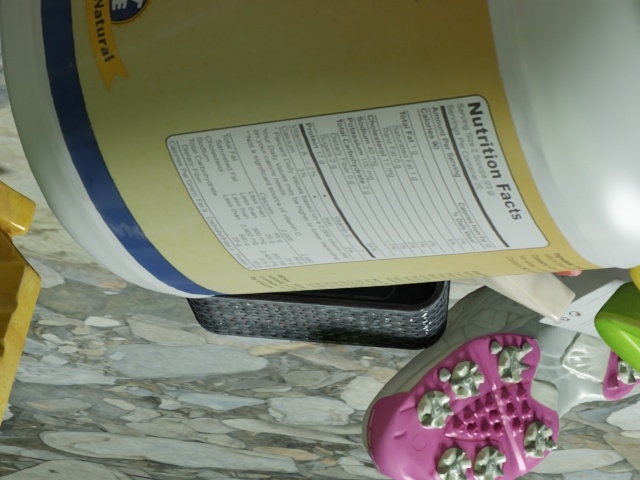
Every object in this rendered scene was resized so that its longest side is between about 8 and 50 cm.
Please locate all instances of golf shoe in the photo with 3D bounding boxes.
[{"bbox_3d":[0.126,0.097,1.189,0.306,0.115,0.140,-22,-162,-40],"label":"golf shoe"}]

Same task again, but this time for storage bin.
[{"bbox_3d":[0.000,0.000,1.099,0.180,0.122,0.084,4,159,6],"label":"storage bin"}]

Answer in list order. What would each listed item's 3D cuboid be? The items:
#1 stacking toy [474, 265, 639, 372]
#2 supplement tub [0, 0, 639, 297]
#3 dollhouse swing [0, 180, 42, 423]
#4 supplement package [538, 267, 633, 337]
[{"bbox_3d":[0.182,-0.024,0.895,0.309,0.130,0.279,31,171,24],"label":"stacking toy"},{"bbox_3d":[0.051,-0.097,0.680,0.316,0.228,0.228,-5,156,28],"label":"supplement tub"},{"bbox_3d":[-0.413,0.045,1.052,0.315,0.347,0.305,-2,147,21],"label":"dollhouse swing"},{"bbox_3d":[0.251,0.014,1.083,0.179,0.105,0.105,13,156,-19],"label":"supplement package"}]
